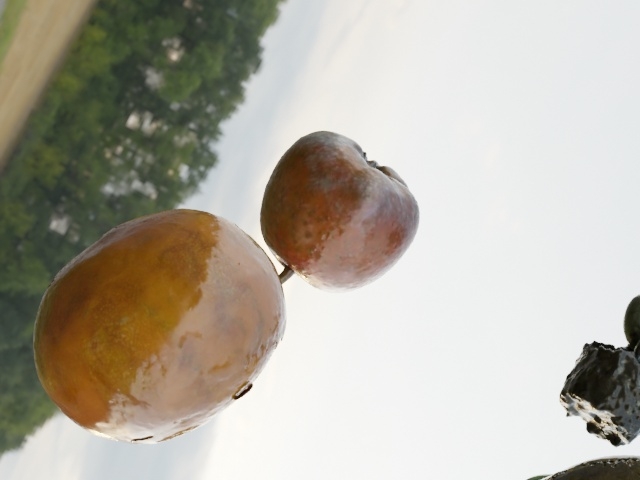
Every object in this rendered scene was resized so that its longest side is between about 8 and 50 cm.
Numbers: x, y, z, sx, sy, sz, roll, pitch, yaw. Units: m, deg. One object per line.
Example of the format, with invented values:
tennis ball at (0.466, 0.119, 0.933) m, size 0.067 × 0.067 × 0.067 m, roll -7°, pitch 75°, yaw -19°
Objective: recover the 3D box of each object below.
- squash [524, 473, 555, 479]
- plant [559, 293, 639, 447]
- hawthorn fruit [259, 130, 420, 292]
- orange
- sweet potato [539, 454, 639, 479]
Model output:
squash at (0.341, 0.339, 1.486) m, size 0.219 × 0.068 × 0.077 m, roll 7°, pitch -110°, yaw 32°
plant at (0.490, 0.180, 1.795) m, size 0.274 × 0.149 × 0.146 m, roll -46°, pitch -172°, yaw -24°
hawthorn fruit at (0.027, -0.031, 1.753) m, size 0.231 × 0.235 × 0.263 m, roll -66°, pitch 172°, yaw -55°
orange at (-0.176, 0.089, 1.292) m, size 0.284 × 0.226 × 0.284 m, roll -32°, pitch -169°, yaw 7°
sweet potato at (0.153, 0.185, 0.705) m, size 0.285 × 0.085 × 0.112 m, roll -22°, pitch -166°, yaw 26°
